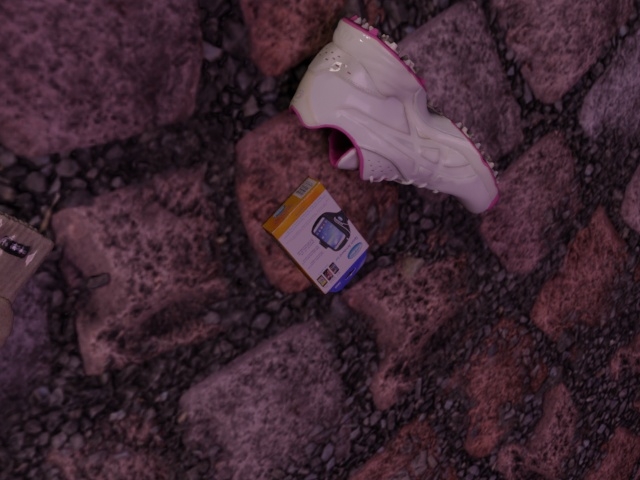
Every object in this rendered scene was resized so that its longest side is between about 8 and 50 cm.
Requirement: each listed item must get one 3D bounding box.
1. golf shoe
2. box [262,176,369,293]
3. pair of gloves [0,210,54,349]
[{"bbox_3d":[0.086,-0.111,0.996,0.140,0.115,0.306,-46,123,3],"label":"golf shoe"},{"bbox_3d":[0.000,0.000,1.023,0.081,0.028,0.136,-47,131,-10],"label":"box"},{"bbox_3d":[-0.368,0.045,0.752,0.240,0.042,0.204,26,91,-53],"label":"pair of gloves"}]
